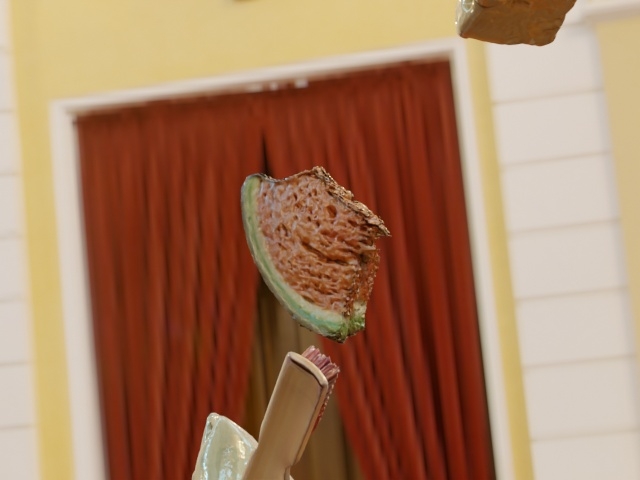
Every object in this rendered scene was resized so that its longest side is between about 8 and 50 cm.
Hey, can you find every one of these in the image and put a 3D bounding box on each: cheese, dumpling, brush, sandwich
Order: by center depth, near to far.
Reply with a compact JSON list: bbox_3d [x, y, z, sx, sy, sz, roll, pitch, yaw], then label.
[{"bbox_3d":[-0.040,0.227,1.903,0.050,0.060,0.321,-39,-20,-38],"label":"brush"},{"bbox_3d":[-0.007,0.003,2.021,0.159,0.235,0.079,-54,-31,11],"label":"sandwich"},{"bbox_3d":[-0.108,0.330,2.237,0.105,0.216,0.149,-23,-40,18],"label":"dumpling"},{"bbox_3d":[0.283,-0.365,2.354,0.159,0.093,0.263,-3,-24,-14],"label":"cheese"}]
